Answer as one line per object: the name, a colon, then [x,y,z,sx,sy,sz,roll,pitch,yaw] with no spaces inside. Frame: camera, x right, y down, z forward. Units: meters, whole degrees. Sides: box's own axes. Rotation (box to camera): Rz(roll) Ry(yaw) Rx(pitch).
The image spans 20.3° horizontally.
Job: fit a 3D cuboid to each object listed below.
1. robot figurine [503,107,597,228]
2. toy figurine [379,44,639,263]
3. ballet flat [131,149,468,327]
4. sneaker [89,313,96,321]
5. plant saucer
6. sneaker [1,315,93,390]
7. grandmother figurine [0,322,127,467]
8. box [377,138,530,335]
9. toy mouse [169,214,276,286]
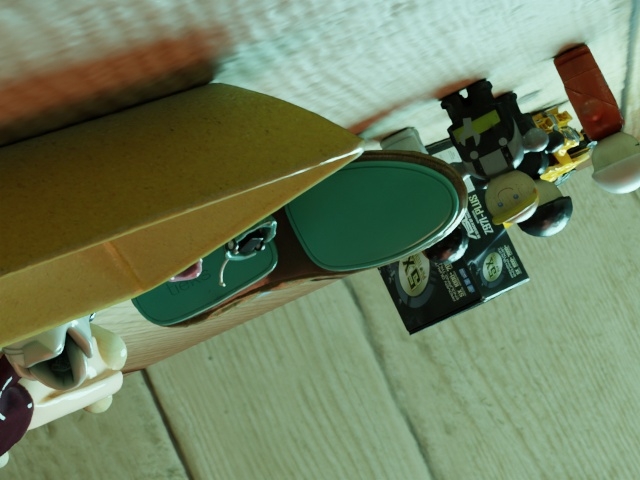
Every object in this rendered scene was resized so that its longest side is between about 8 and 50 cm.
robot figurine: [0.203,-0.061,2.154,0.211,0.085,0.291,-21,164,-47]
toy figurine: [0.182,-0.071,1.704,0.210,0.148,0.213,-21,175,-34]
ballet flat: [-0.020,-0.011,1.682,0.342,0.116,0.124,-23,-170,17]
sneaker: [-0.207,0.043,1.590,0.135,0.058,0.052,-25,175,3]
plant saucer: [-0.188,0.005,1.101,0.333,0.081,0.333,-22,175,-34]
sneaker: [-0.219,0.066,1.421,0.090,0.115,0.232,-25,176,7]
grandmother figurine: [-0.357,0.197,2.081,0.342,0.104,0.207,-32,140,-55]
box: [0.128,-0.004,1.996,0.077,0.180,0.147,-23,176,-36]
toy mouse: [-0.098,0.000,1.585,0.161,0.031,0.143,-24,156,-6]
